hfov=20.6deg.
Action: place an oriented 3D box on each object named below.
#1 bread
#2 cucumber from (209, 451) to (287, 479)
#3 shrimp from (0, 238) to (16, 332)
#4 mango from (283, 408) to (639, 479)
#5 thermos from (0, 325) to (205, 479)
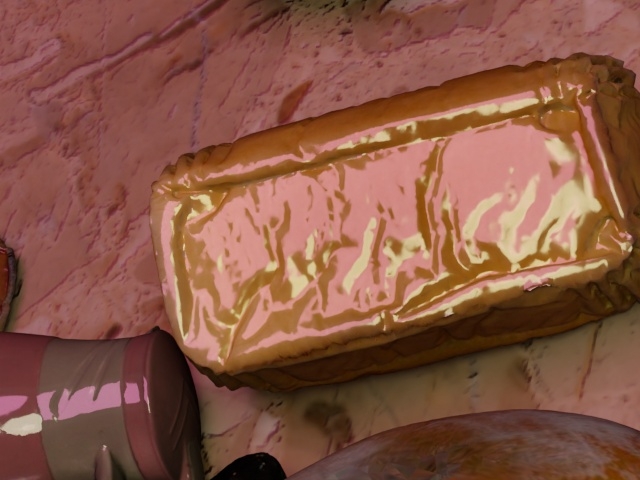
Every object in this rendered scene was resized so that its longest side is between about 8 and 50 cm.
[{"bbox_3d":[0.047,-0.009,0.967,0.288,0.119,0.152,-15,79,11],"label":"bread"},{"bbox_3d":[-0.114,0.240,0.937,0.081,0.072,0.303,39,82,25],"label":"cucumber"},{"bbox_3d":[-0.290,0.036,1.193,0.195,0.035,0.148,8,65,24],"label":"shrimp"},{"bbox_3d":[0.018,0.209,0.804,0.384,0.199,0.221,-31,33,10],"label":"mango"},{"bbox_3d":[-0.203,0.126,1.021,0.265,0.146,0.176,-9,40,13],"label":"thermos"}]
